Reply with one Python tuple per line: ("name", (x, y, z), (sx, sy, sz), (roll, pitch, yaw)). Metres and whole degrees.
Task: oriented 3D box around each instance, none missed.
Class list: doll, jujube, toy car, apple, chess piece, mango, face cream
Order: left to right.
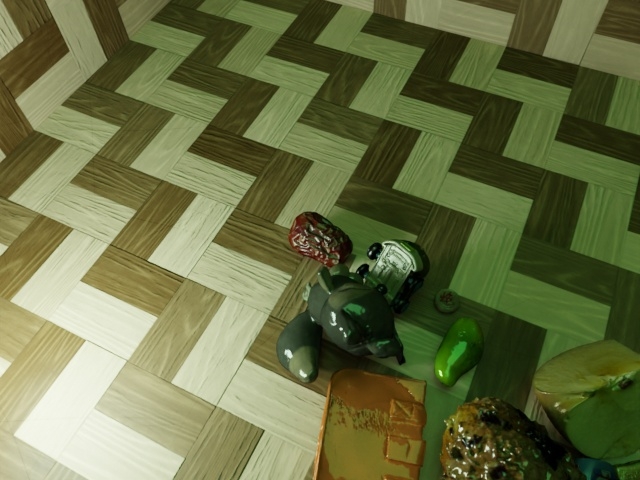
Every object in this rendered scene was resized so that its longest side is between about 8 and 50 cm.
("jujube", (0.000, 0.000, 1.881), (0.230, 0.155, 0.155), (33, 63, 12))
("doll", (0.061, 0.274, 1.586), (0.252, 0.379, 0.382), (21, 13, -22))
("toy car", (0.254, 0.111, 1.764), (0.204, 0.248, 0.198), (42, 29, 28))
("chess piece", (0.416, 0.199, 1.793), (0.083, 0.038, 0.084), (-2, 55, 3))
("mango", (0.422, 0.342, 1.655), (0.125, 0.111, 0.233), (19, 60, 20))
("face cream", (0.707, 0.706, 1.404), (0.149, 0.083, 0.264), (18, 62, -15))
("apple", (0.765, 0.429, 1.505), (0.309, 0.252, 0.314), (-24, 57, 1))

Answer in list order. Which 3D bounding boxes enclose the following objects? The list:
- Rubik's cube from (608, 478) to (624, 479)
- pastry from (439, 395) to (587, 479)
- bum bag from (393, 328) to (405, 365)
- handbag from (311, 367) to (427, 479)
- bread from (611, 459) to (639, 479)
("Rubik's cube", (0.804, 0.743, 1.197), (0.310, 0.305, 0.307), (43, 64, -8))
("pastry", (0.463, 0.572, 1.349), (0.292, 0.337, 0.405), (-47, 57, 13))
("bum bag", (0.230, 0.305, 1.657), (0.026, 0.159, 0.109), (-20, 59, -5))
("handbag", (0.142, 0.571, 1.515), (0.303, 0.116, 0.410), (9, 58, 4))
("bread", (0.850, 0.636, 1.477), (0.132, 0.053, 0.074), (-11, 61, -5))
